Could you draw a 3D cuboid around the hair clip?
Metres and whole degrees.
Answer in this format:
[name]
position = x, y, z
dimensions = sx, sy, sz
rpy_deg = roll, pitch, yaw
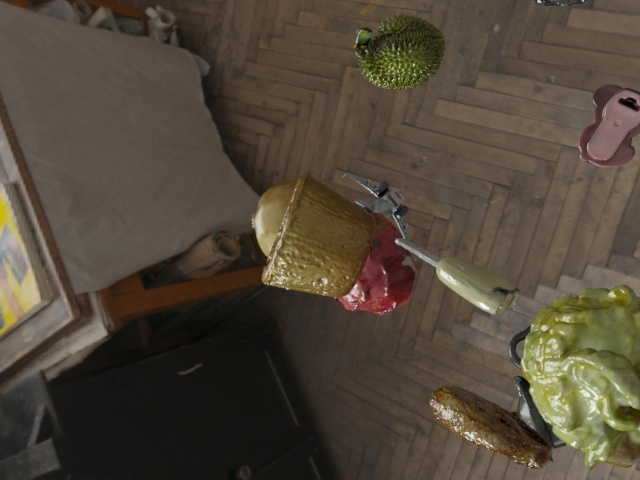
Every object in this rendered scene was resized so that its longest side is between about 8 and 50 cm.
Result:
[hair clip]
position = 0.520, -0.198, 1.002
dimensions = 0.123, 0.102, 0.138
rpy_deg = 30, 115, 23

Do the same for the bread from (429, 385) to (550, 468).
[bread]
position = 0.256, 0.287, 0.872
dimensions = 0.193, 0.193, 0.064
rpy_deg = 27, 89, 28

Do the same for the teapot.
[teapot]
position = 0.531, 0.324, 1.225
dimensions = 0.285, 0.223, 0.305
rpy_deg = -19, 98, 9

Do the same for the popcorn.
[popcorn]
position = 0.243, 0.108, 0.482
dimensions = 0.141, 0.162, 0.135
rpy_deg = -42, 47, 3

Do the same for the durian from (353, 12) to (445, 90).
[durian]
position = 0.180, -0.402, 1.249
dimensions = 0.159, 0.198, 0.146
rpy_deg = 50, 163, 21

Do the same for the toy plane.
[toy plane]
position = 0.171, -0.092, 1.450
dimensions = 0.101, 0.255, 0.251
rpy_deg = -40, 90, 29

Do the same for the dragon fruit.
[dragon fruit]
position = 0.121, 0.060, 1.281
dimensions = 0.189, 0.163, 0.262
rpy_deg = -3, 107, 35

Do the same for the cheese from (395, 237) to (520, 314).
[cheese]
position = 0.250, 0.056, 1.087
dimensions = 0.251, 0.127, 0.054
rpy_deg = 32, 106, 30

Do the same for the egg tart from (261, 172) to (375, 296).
[egg tart]
position = 0.000, 0.000, 0.951
dimensions = 0.147, 0.202, 0.202
rpy_deg = 20, 109, -7

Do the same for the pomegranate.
[pomegranate]
position = -0.050, -0.046, 1.385
dimensions = 0.233, 0.233, 0.233
rpy_deg = 4, 97, 32

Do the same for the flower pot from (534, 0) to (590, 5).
[flower pot]
position = 0.376, -0.424, 0.851
dimensions = 0.157, 0.107, 0.157
rpy_deg = 4, 123, 6
